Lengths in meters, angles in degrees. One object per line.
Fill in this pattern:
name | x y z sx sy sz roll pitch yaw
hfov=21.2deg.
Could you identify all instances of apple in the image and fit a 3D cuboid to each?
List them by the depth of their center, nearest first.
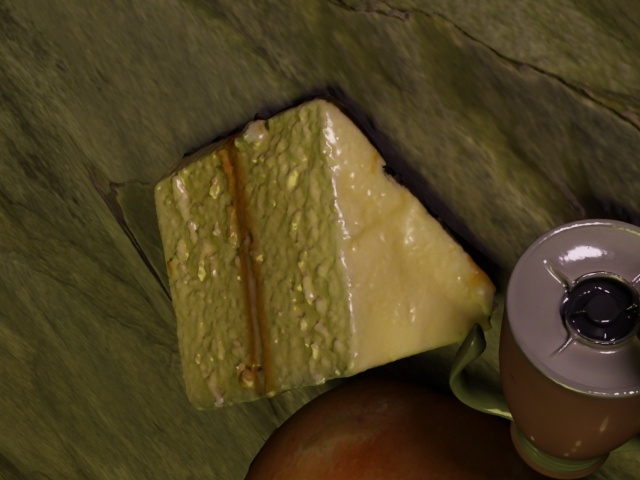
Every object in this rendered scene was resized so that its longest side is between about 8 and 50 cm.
apple | 0.064 0.312 1.619 0.339 0.305 0.338 27 149 18

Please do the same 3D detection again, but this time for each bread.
bread | 0.000 0.000 1.490 0.263 0.198 0.236 -18 87 51

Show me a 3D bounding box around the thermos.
thermos | 0.196 0.104 1.373 0.176 0.146 0.265 16 154 7
